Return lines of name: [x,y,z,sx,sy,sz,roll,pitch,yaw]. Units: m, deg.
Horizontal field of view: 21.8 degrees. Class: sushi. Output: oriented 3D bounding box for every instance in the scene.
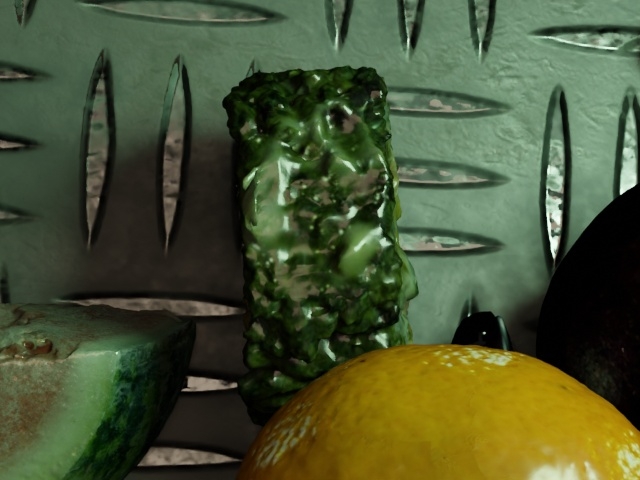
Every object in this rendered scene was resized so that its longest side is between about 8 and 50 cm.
sushi: [0.000,0.000,1.629,0.178,0.294,0.352,-5,78,1]

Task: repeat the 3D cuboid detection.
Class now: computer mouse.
computer mouse: [0.156,0.186,1.665,0.096,0.137,0.233,18,74,8]

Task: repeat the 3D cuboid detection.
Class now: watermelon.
watermelon: [-0.273,0.160,1.669,0.310,0.193,0.231,-40,100,2]

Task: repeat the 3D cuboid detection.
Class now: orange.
orange: [0.102,0.291,1.410,0.424,0.326,0.424,-1,87,28]

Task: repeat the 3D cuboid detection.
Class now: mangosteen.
mangosteen: [0.400,0.126,1.547,0.382,0.435,0.382,-7,120,-13]
